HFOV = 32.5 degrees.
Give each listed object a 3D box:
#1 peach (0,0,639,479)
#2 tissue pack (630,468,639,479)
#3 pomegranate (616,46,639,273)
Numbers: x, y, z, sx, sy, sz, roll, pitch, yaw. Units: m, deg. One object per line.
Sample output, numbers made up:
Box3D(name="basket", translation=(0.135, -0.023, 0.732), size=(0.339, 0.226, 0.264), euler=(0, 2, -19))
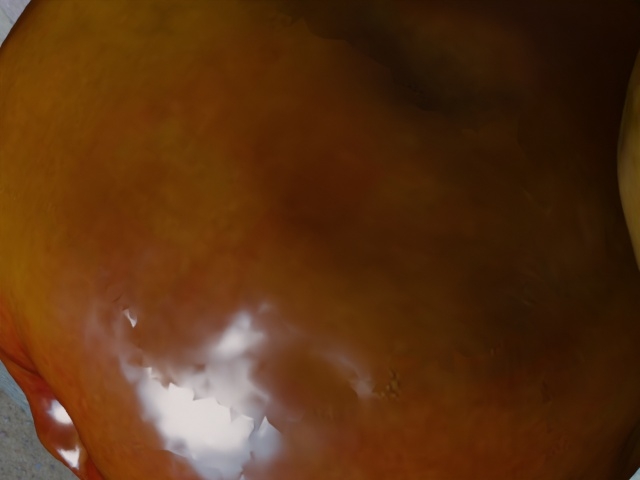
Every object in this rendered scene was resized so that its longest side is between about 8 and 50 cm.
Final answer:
Box3D(name="peach", translation=(0.000, 0.000, 0.505), size=(0.343, 0.302, 0.342), euler=(41, 161, 18))
Box3D(name="tissue pack", translation=(0.309, 0.166, 0.546), size=(0.311, 0.128, 0.228), euler=(11, 139, 45))
Box3D(name="pomegranate", translation=(0.201, -0.029, 0.301), size=(0.248, 0.248, 0.248), euler=(33, 152, 20))
